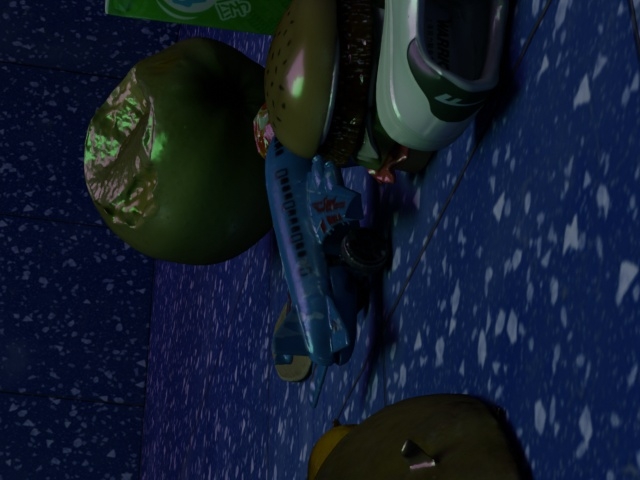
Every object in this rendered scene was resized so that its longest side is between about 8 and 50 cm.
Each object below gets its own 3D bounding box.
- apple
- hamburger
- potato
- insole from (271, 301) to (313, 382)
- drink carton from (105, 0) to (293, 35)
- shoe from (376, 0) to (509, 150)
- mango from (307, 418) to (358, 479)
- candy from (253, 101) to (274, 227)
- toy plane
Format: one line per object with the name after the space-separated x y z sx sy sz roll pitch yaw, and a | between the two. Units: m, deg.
-0.154 -0.104 1.780 0.279 0.279 0.279 -173 90 -79 | apple
0.023 -0.131 1.169 0.175 0.137 0.175 -175 90 -81 | hamburger
0.044 0.209 0.927 0.299 0.116 0.239 -151 73 -77 | potato
-0.017 0.088 1.493 0.248 0.011 0.081 119 138 -60 | insole
-0.051 -0.274 1.284 0.108 0.271 0.161 -97 16 -53 | drink carton
0.090 -0.200 1.009 0.110 0.095 0.265 150 121 -71 | shoe
0.026 0.222 1.129 0.101 0.066 0.187 112 154 -57 | mango
-0.028 -0.025 1.579 0.084 0.078 0.288 141 127 -70 | candy
0.000 0.000 1.281 0.254 0.105 0.271 115 161 -55 | toy plane
